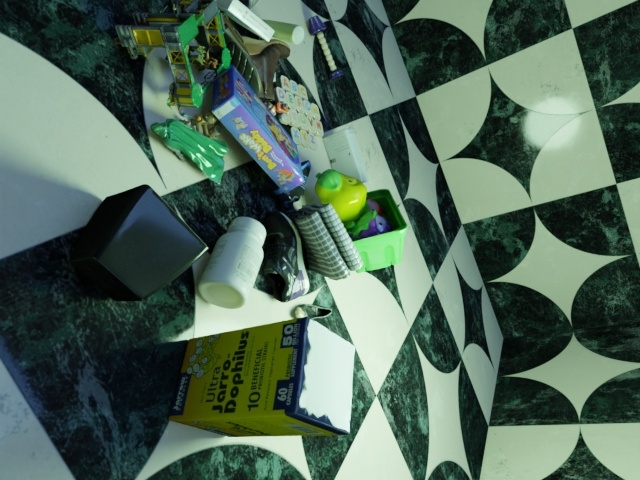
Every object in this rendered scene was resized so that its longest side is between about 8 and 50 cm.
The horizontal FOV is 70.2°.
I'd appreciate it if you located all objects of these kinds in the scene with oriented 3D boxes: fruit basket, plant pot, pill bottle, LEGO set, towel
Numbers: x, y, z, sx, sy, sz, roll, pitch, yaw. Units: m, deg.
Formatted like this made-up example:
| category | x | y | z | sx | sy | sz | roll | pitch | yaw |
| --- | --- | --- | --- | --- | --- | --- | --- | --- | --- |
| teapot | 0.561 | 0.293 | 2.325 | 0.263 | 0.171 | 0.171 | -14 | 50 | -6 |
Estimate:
| category | x | y | z | sx | sy | sz | roll | pitch | yaw |
| --- | --- | --- | --- | --- | --- | --- | --- | --- | --- |
| fruit basket | 0.143 | -0.113 | 1.667 | 0.392 | 0.283 | 0.391 | -13 | 90 | -87 |
| plant pot | -0.384 | 0.020 | 0.926 | 0.188 | 0.188 | 0.167 | 54 | 48 | -30 |
| pill bottle | -0.222 | 0.053 | 1.196 | 0.131 | 0.131 | 0.229 | 49 | 39 | -34 |
| LEGO set | -0.390 | -0.509 | 1.206 | 0.255 | 0.192 | 0.331 | 82 | 18 | -53 |
| towel | 0.000 | 0.000 | 1.469 | 0.121 | 0.284 | 0.235 | -34 | 102 | -13 |

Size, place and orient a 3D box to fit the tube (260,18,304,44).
| category | x | y | z | sx | sy | sz | roll | pitch | yaw |
| --- | --- | --- | --- | --- | --- | --- | --- | --- | --- |
| tube | -0.165 | -0.744 | 1.596 | 0.062 | 0.240 | 0.070 | -48 | 146 | -23 |

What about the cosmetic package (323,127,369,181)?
| category | x | y | z | sx | sy | sz | roll | pitch | yaw |
| --- | --- | --- | --- | --- | --- | --- | --- | --- | --- |
| cosmetic package | 0.108 | -0.339 | 1.910 | 0.085 | 0.117 | 0.231 | -20 | 92 | -58 |

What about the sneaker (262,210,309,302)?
| category | x | y | z | sx | sy | sz | roll | pitch | yaw |
| --- | --- | --- | --- | --- | --- | --- | --- | --- | --- |
| sneaker | -0.123 | 0.049 | 1.386 | 0.124 | 0.107 | 0.283 | -21 | 94 | -52 |

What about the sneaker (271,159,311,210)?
| category | x | y | z | sx | sy | sz | roll | pitch | yaw |
| --- | --- | --- | --- | --- | --- | --- | --- | --- | --- |
| sneaker | -0.087 | -0.194 | 1.580 | 0.090 | 0.081 | 0.232 | 62 | 40 | -24 |

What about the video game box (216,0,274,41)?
| category | x | y | z | sx | sy | sz | roll | pitch | yaw |
| --- | --- | --- | --- | --- | --- | --- | --- | --- | --- |
| video game box | -0.271 | -0.732 | 1.452 | 0.205 | 0.048 | 0.187 | 43 | 17 | 32 |

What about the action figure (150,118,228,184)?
| category | x | y | z | sx | sy | sz | roll | pitch | yaw |
| --- | --- | --- | --- | --- | --- | --- | --- | --- | --- |
| action figure | -0.348 | -0.252 | 1.204 | 0.232 | 0.064 | 0.137 | 29 | 54 | -54 |

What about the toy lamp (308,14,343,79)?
| category | x | y | z | sx | sy | sz | roll | pitch | yaw |
| --- | --- | --- | --- | --- | --- | --- | --- | --- | --- |
| toy lamp | 0.019 | -0.869 | 2.054 | 0.080 | 0.080 | 0.274 | -43 | 114 | -56 |

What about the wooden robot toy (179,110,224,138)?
| category | x | y | z | sx | sy | sz | roll | pitch | yaw |
| --- | --- | --- | --- | --- | --- | --- | --- | --- | --- |
| wooden robot toy | -0.312 | -0.330 | 1.282 | 0.173 | 0.079 | 0.076 | -15 | 89 | -58 |

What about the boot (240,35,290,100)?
| category | x | y | z | sx | sy | sz | roll | pitch | yaw |
| --- | --- | --- | --- | --- | --- | --- | --- | --- | --- |
| boot | -0.187 | -0.590 | 1.588 | 0.248 | 0.090 | 0.206 | -17 | 98 | -47 |

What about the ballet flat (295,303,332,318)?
| category | x | y | z | sx | sy | sz | roll | pitch | yaw |
| --- | --- | --- | --- | --- | --- | --- | --- | --- | --- |
| ballet flat | -0.026 | 0.233 | 1.499 | 0.173 | 0.049 | 0.057 | 5 | 71 | -57 |

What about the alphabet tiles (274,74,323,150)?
| category | x | y | z | sx | sy | sz | roll | pitch | yaw |
| --- | --- | --- | --- | --- | --- | --- | --- | --- | --- |
| alphabet tiles | -0.080 | -0.497 | 1.779 | 0.284 | 0.021 | 0.277 | 2 | 75 | -57 |

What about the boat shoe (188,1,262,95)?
| category | x | y | z | sx | sy | sz | roll | pitch | yaw |
| --- | --- | --- | --- | --- | --- | --- | --- | --- | --- |
| boat shoe | -0.281 | -0.601 | 1.419 | 0.324 | 0.123 | 0.120 | 57 | 30 | -25 |

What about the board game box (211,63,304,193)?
| category | x | y | z | sx | sy | sz | roll | pitch | yaw |
| --- | --- | --- | --- | --- | --- | --- | --- | --- | --- |
| board game box | -0.188 | -0.340 | 1.401 | 0.347 | 0.078 | 0.233 | 48 | 19 | -38 |

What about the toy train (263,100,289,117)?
| category | x | y | z | sx | sy | sz | roll | pitch | yaw |
| --- | --- | --- | --- | --- | --- | --- | --- | --- | --- |
| toy train | -0.147 | -0.431 | 1.599 | 0.125 | 0.046 | 0.166 | 14 | 67 | -44 |

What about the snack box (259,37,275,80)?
| category | x | y | z | sx | sy | sz | roll | pitch | yaw |
| --- | --- | --- | --- | --- | --- | --- | --- | --- | --- |
| snack box | -0.196 | -0.672 | 1.674 | 0.064 | 0.022 | 0.178 | 21 | 59 | -51 |

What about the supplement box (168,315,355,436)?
| category | x | y | z | sx | sy | sz | roll | pitch | yaw |
| --- | --- | --- | --- | --- | --- | --- | --- | --- | --- |
| supplement box | -0.127 | 0.315 | 1.009 | 0.195 | 0.357 | 0.194 | 40 | 44 | -42 |

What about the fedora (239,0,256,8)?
| category | x | y | z | sx | sy | sz | roll | pitch | yaw |
| --- | --- | --- | --- | --- | --- | --- | --- | --- | --- |
| fedora | -0.264 | -0.848 | 1.491 | 0.244 | 0.275 | 0.124 | 23 | 95 | -25 |
